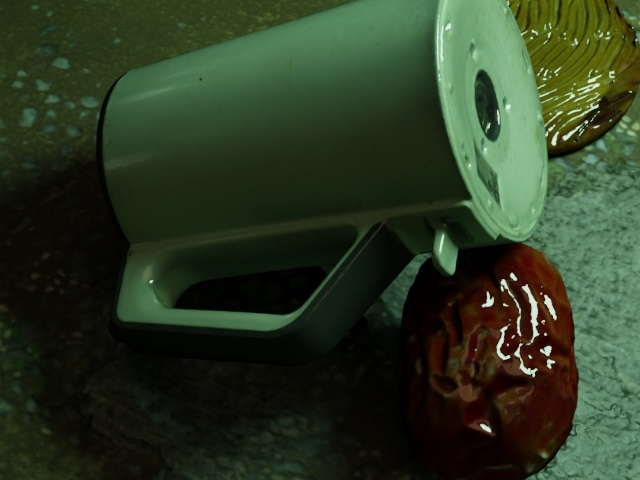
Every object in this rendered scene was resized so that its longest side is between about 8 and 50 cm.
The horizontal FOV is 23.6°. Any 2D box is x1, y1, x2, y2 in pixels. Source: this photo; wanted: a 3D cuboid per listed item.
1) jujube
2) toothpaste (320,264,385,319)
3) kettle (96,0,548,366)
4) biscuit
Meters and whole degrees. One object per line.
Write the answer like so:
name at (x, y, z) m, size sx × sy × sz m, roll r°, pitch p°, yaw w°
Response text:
jujube at (0.157, 0.110, 1.432) m, size 0.174 × 0.174 × 0.250 m, roll 5°, pitch 48°, yaw -2°
toothpaste at (0.000, 0.000, 1.593) m, size 0.052 × 0.033 × 0.218 m, roll -20°, pitch 52°, yaw -25°
kettle at (-0.009, -0.047, 1.421) m, size 0.377 × 0.250 × 0.361 m, roll -10°, pitch 57°, yaw 27°
biscuit at (0.219, -0.224, 1.781) m, size 0.318 × 0.040 × 0.318 m, roll 3°, pitch 51°, yaw -4°
